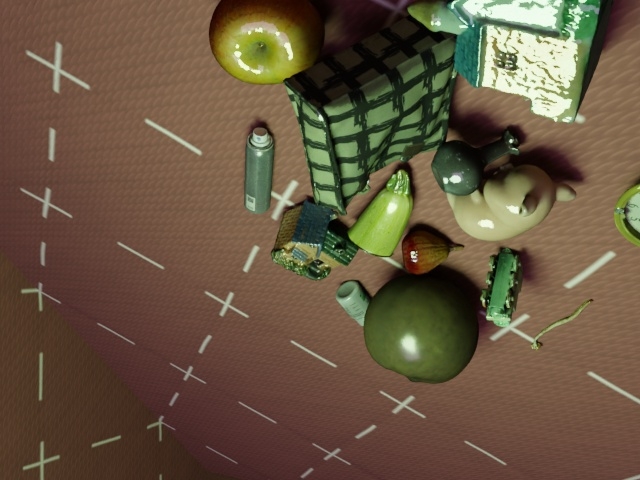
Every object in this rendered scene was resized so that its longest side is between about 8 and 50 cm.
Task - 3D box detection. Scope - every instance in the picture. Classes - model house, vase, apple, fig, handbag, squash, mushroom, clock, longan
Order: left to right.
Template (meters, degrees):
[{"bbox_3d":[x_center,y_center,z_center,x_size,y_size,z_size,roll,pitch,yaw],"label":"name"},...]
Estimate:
[{"bbox_3d":[-0.105,-0.422,1.509,0.234,0.173,0.210,12,138,5],"label":"apple"},{"bbox_3d":[0.000,0.000,1.978,0.183,0.166,0.172,34,142,-29],"label":"model house"},{"bbox_3d":[0.110,-0.244,1.468,0.162,0.325,0.327,50,163,34],"label":"handbag"},{"bbox_3d":[0.168,-0.056,1.825,0.137,0.137,0.287,29,142,-3],"label":"squash"},{"bbox_3d":[0.269,0.235,1.980,0.319,0.319,0.319,17,143,13],"label":"longan"},{"bbox_3d":[0.271,0.039,1.889,0.153,0.119,0.119,22,145,-4],"label":"fig"},{"bbox_3d":[0.326,-0.169,1.555,0.183,0.120,0.120,-25,131,0],"label":"vase"},{"bbox_3d":[0.314,-0.388,1.265,0.325,0.194,0.267,16,142,19],"label":"model house"},{"bbox_3d":[0.626,0.221,1.966,0.028,0.026,0.286,14,144,-9],"label":"mushroom"},{"bbox_3d":[0.725,-0.057,1.525,0.237,0.057,0.237,18,146,13],"label":"clock"}]

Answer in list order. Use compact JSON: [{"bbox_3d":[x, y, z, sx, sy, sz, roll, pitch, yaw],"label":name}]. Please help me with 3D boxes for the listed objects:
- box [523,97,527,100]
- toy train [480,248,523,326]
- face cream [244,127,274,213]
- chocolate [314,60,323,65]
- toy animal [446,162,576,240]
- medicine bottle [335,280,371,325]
[{"bbox_3d":[0.357,-0.355,1.394,0.041,0.050,0.207,-14,128,45],"label":"box"},{"bbox_3d":[0.444,0.118,1.807,0.080,0.194,0.125,0,143,28],"label":"toy train"},{"bbox_3d":[-0.158,-0.180,1.920,0.073,0.073,0.283,21,144,8],"label":"face cream"},{"bbox_3d":[-0.004,-0.323,1.604,0.133,0.127,0.124,24,153,35],"label":"chocolate"},{"bbox_3d":[0.397,-0.081,1.615,0.154,0.166,0.250,56,149,-11],"label":"toy animal"},{"bbox_3d":[0.108,0.187,2.200,0.080,0.080,0.130,-9,132,40],"label":"medicine bottle"}]
